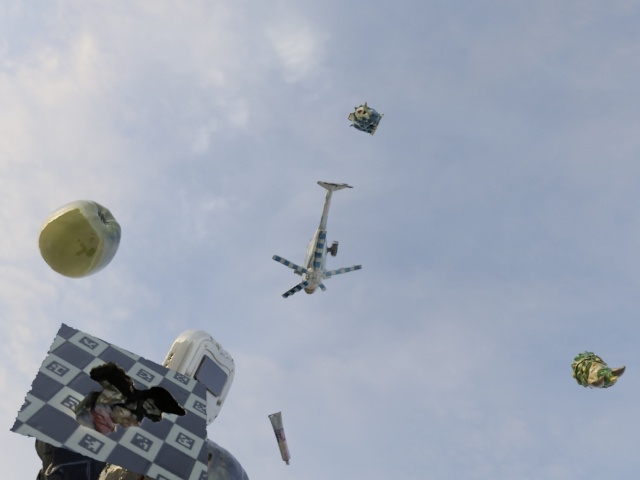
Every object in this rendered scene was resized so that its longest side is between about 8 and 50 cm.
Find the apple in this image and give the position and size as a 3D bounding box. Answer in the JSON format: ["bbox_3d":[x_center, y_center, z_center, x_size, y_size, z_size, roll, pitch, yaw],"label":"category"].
[{"bbox_3d":[-0.790,-0.003,1.780,0.263,0.262,0.262,7,-67,18],"label":"apple"}]

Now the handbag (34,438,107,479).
[{"bbox_3d":[-0.533,0.459,1.253,0.118,0.269,0.325,-42,-130,43],"label":"handbag"}]

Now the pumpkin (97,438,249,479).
[{"bbox_3d":[-0.286,0.518,1.070,0.321,0.192,0.320,6,-60,10],"label":"pumpkin"}]

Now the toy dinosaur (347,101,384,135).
[{"bbox_3d":[0.065,-0.180,0.801,0.047,0.083,0.030,24,-93,-2],"label":"toy dinosaur"}]

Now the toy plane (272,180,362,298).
[{"bbox_3d":[-0.011,-0.003,1.131,0.182,0.107,0.272,-7,-65,3],"label":"toy plane"}]

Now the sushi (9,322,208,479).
[{"bbox_3d":[-0.357,0.312,0.960,0.320,0.339,0.068,29,-81,-21],"label":"sushi"}]

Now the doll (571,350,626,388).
[{"bbox_3d":[0.575,0.284,1.105,0.078,0.113,0.076,-26,-76,-3],"label":"doll"}]

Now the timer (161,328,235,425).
[{"bbox_3d":[-0.343,0.390,1.514,0.087,0.236,0.262,5,-35,29],"label":"timer"}]

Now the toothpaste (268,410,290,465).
[{"bbox_3d":[-0.127,0.639,1.735,0.045,0.028,0.169,-15,-95,-10],"label":"toothpaste"}]
